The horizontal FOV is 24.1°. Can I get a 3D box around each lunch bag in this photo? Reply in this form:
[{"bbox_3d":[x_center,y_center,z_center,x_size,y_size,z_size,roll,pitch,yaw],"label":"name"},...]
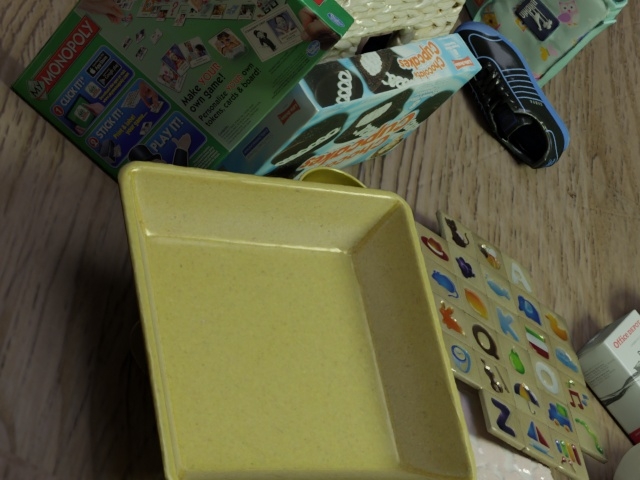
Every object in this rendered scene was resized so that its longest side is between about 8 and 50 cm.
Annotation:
[{"bbox_3d":[0.321,-0.373,2.155,0.160,0.223,0.262,6,57,-33],"label":"lunch bag"},{"bbox_3d":[0.085,-0.220,1.932,0.067,0.065,0.098,44,34,21],"label":"lunch bag"}]

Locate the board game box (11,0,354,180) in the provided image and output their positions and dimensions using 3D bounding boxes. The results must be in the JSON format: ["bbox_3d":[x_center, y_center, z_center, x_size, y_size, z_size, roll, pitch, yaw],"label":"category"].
[{"bbox_3d":[-0.143,-0.184,1.488,0.213,0.317,0.046,43,37,-7],"label":"board game box"}]

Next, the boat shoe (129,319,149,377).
[{"bbox_3d":[-0.110,0.131,1.473,0.178,0.064,0.060,33,8,-10],"label":"boat shoe"}]

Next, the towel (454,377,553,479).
[{"bbox_3d":[0.145,0.275,1.560,0.317,0.053,0.332,19,44,-37],"label":"towel"}]

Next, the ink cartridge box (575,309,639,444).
[{"bbox_3d":[0.404,0.177,1.903,0.150,0.063,0.109,52,39,4],"label":"ink cartridge box"}]

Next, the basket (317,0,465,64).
[{"bbox_3d":[-0.001,-0.384,1.782,0.331,0.266,0.328,45,37,21],"label":"basket"}]

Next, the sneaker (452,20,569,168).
[{"bbox_3d":[0.254,-0.199,2.061,0.232,0.081,0.090,50,32,0],"label":"sneaker"}]

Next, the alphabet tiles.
[{"bbox_3d":[0.222,0.120,1.766,0.285,0.011,0.343,31,33,-33],"label":"alphabet tiles"}]

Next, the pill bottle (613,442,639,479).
[{"bbox_3d":[0.482,0.310,1.795,0.264,0.153,0.153,12,51,-38],"label":"pill bottle"}]

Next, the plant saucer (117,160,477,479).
[{"bbox_3d":[-0.036,0.099,1.432,0.332,0.081,0.333,5,59,-32],"label":"plant saucer"}]

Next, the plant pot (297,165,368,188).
[{"bbox_3d":[0.000,0.000,1.647,0.134,0.095,0.134,25,44,-27],"label":"plant pot"}]

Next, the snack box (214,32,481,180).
[{"bbox_3d":[0.028,-0.142,1.718,0.322,0.187,0.060,-21,74,-49],"label":"snack box"}]
